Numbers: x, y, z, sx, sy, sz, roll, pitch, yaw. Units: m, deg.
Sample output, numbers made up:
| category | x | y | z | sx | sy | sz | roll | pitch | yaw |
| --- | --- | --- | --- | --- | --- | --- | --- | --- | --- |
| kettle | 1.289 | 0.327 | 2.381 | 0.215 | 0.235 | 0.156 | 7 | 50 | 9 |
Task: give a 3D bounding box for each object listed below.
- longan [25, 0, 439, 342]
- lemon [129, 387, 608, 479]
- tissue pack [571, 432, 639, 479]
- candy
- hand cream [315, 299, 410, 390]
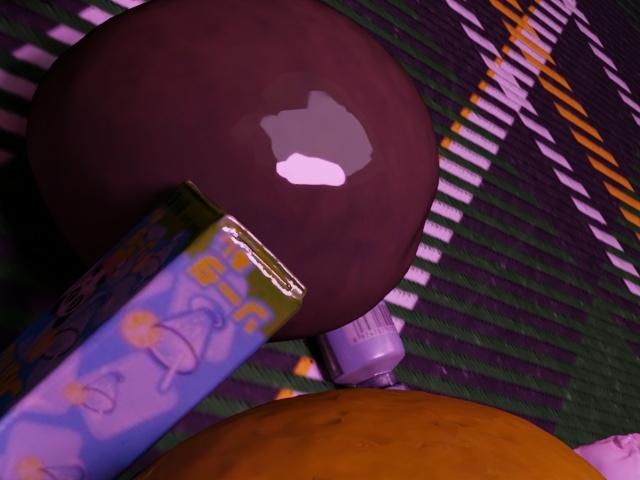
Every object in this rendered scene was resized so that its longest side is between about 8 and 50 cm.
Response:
| category | x | y | z | sx | sy | sz | roll | pitch | yaw |
| --- | --- | --- | --- | --- | --- | --- | --- | --- | --- |
| longan | -0.053 | -0.050 | 0.713 | 0.248 | 0.248 | 0.248 | 34 | 42 | -38 |
| lemon | 0.022 | 0.223 | 0.512 | 0.348 | 0.348 | 0.348 | 34 | 42 | -38 |
| tissue pack | 0.185 | 0.288 | 0.816 | 0.124 | 0.201 | 0.271 | 20 | 53 | -51 |
| candy | -0.104 | 0.062 | 0.553 | 0.062 | 0.194 | 0.097 | 48 | -4 | -22 |
| hand cream | 0.000 | 0.000 | 0.899 | 0.091 | 0.058 | 0.271 | -7 | 70 | -44 |
